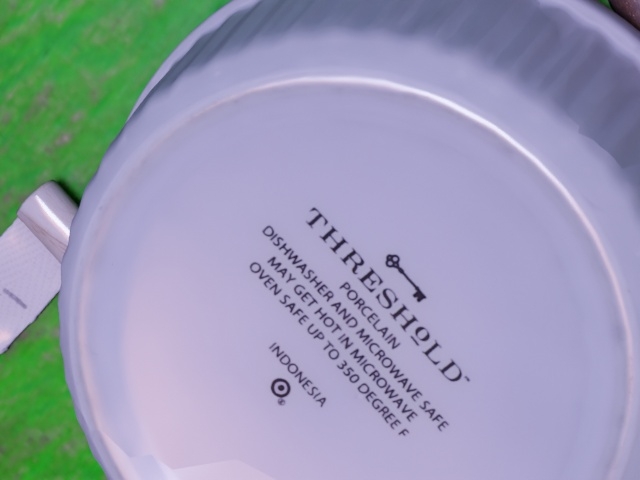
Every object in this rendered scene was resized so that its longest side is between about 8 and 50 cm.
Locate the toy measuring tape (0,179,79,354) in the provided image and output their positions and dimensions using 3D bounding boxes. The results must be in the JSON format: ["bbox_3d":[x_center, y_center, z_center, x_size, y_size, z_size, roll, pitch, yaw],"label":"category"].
[{"bbox_3d":[-0.227,0.102,0.849,0.121,0.121,0.330,47,113,0],"label":"toy measuring tape"}]

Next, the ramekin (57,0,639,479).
[{"bbox_3d":[0.024,0.027,0.726,0.273,0.127,0.273,5,107,16],"label":"ramekin"}]

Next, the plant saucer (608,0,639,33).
[{"bbox_3d":[0.193,-0.129,0.697,0.199,0.036,0.198,5,106,16],"label":"plant saucer"}]
